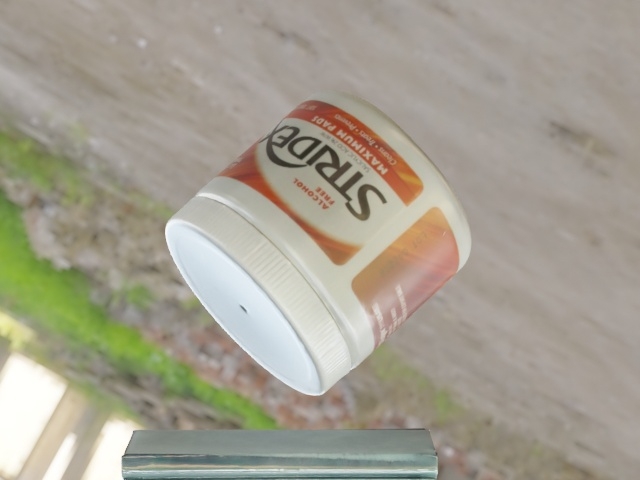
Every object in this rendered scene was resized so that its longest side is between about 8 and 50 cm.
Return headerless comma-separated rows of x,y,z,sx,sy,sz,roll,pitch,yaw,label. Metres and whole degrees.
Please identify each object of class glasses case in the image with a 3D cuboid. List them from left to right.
-0.035,0.199,1.530,0.266,0.056,0.105,0,-173,0,glasses case

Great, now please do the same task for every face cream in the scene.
0.000,0.000,1.516,0.201,0.187,0.201,43,162,18,face cream
